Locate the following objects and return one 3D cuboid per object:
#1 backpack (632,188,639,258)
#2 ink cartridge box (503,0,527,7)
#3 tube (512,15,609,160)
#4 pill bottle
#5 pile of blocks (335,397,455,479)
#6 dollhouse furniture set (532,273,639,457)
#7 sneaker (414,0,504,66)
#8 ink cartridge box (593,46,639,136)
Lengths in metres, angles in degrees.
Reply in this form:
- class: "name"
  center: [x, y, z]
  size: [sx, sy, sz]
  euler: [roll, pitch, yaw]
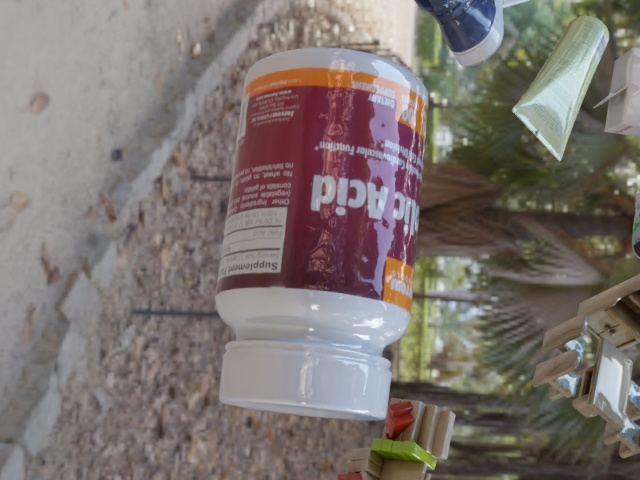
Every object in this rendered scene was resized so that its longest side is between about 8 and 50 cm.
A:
- class: "backpack"
  center: [0.795, -0.046, 2.065]
  size: [0.191, 0.225, 0.253]
  euler: [-56, -169, 42]
- class: "ink cartridge box"
  center: [0.335, -0.601, 1.768]
  size: [0.071, 0.324, 0.330]
  euler: [-155, -132, -71]
- class: "tube"
  center: [0.321, -0.211, 1.270]
  size: [0.062, 0.070, 0.240]
  euler: [86, 28, -47]
- class: "pill bottle"
  center: [0.000, 0.000, 1.103]
  size: [0.224, 0.224, 0.392]
  euler: [60, 34, -74]
- class: "pile of blocks"
  center: [0.090, 0.417, 1.621]
  size: [0.362, 0.149, 0.113]
  euler: [-55, 132, -8]
- class: "dollhouse furniture set"
  center: [0.493, 0.184, 1.543]
  size: [0.161, 0.212, 0.242]
  euler: [-37, -160, 45]
- class: "sneaker"
  center: [0.147, -0.328, 1.122]
  size: [0.163, 0.086, 0.226]
  euler: [44, 31, -30]
- class: "ink cartridge box"
  center: [0.397, -0.166, 1.108]
  size: [0.092, 0.143, 0.089]
  euler: [5, 94, -87]
